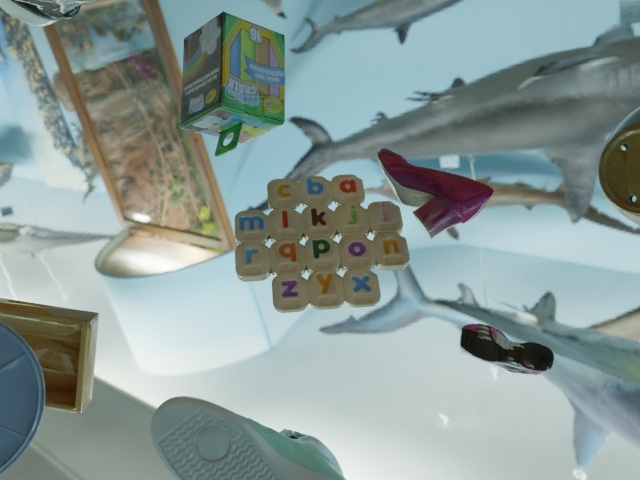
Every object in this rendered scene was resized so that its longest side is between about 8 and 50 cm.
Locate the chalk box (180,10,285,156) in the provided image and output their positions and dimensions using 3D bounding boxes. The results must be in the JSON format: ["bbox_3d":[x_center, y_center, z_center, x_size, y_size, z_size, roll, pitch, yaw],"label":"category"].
[{"bbox_3d":[-0.146,-0.246,1.187,0.132,0.212,0.132,8,167,-40],"label":"chalk box"}]

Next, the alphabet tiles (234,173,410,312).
[{"bbox_3d":[0.000,0.000,1.176,0.284,0.021,0.277,-4,-128,-4],"label":"alphabet tiles"}]

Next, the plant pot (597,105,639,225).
[{"bbox_3d":[0.497,-0.105,1.001,0.237,0.237,0.254,8,-167,42],"label":"plant pot"}]

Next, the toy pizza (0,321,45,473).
[{"bbox_3d":[-0.415,0.178,0.788,0.201,0.201,0.032,-23,179,-18],"label":"toy pizza"}]

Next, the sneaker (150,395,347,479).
[{"bbox_3d":[-0.079,0.250,0.819,0.094,0.256,0.151,-57,-171,0],"label":"sneaker"}]

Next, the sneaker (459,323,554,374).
[{"bbox_3d":[0.348,0.220,1.347,0.178,0.077,0.072,21,-114,20],"label":"sneaker"}]

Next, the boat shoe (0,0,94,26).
[{"bbox_3d":[-0.320,-0.286,0.671,0.091,0.114,0.302,-15,-176,17],"label":"boat shoe"}]

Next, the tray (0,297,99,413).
[{"bbox_3d":[-0.682,0.223,1.470,0.411,0.202,0.076,9,-167,1],"label":"tray"}]

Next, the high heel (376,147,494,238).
[{"bbox_3d":[0.175,-0.103,1.132,0.117,0.082,0.244,-32,-146,3],"label":"high heel"}]
